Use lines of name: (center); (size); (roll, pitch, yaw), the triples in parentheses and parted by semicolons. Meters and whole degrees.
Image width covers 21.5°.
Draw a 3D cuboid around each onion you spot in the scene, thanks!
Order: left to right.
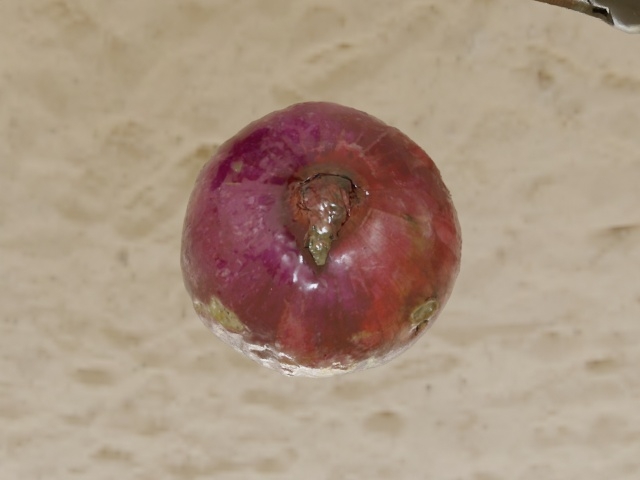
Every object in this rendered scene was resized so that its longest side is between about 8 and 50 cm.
onion: (0.000, 0.000, 0.632); (0.107, 0.107, 0.097); (5, 170, -6)

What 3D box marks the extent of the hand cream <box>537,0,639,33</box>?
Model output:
hand cream: (0.092, -0.095, 0.400); (0.062, 0.039, 0.163); (6, 163, -12)
